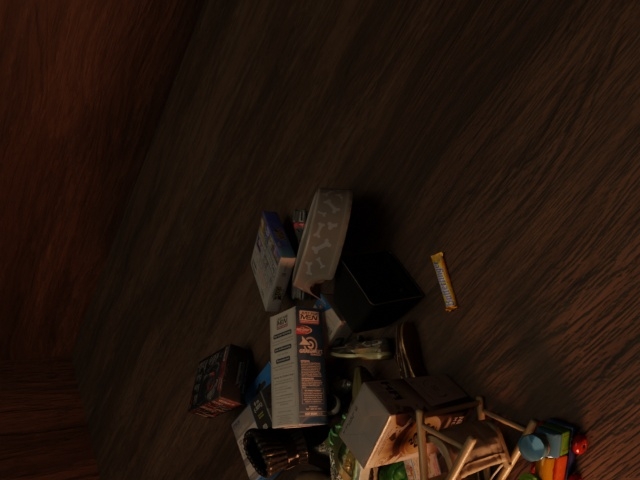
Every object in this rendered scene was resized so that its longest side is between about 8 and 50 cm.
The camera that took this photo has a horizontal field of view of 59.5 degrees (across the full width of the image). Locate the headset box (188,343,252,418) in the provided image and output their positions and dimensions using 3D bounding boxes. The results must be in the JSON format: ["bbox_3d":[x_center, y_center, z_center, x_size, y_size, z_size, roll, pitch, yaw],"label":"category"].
[{"bbox_3d":[-0.381,0.546,2.173,0.293,0.110,0.218,-35,38,42],"label":"headset box"}]

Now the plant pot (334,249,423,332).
[{"bbox_3d":[0.143,0.155,1.595,0.187,0.188,0.167,56,138,35],"label":"plant pot"}]

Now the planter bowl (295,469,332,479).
[{"bbox_3d":[0.004,0.788,1.734,0.109,0.162,0.162,-21,69,19],"label":"planter bowl"}]

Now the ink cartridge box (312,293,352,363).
[{"bbox_3d":[0.012,0.300,1.803,0.134,0.078,0.231,52,125,40],"label":"ink cartridge box"}]

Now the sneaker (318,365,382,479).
[{"bbox_3d":[0.073,0.563,1.588,0.182,0.158,0.410,-2,75,23],"label":"sneaker"}]

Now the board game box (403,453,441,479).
[{"bbox_3d":[0.272,0.613,1.452,0.026,0.103,0.154,-33,62,44],"label":"board game box"}]

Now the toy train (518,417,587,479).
[{"bbox_3d":[0.474,0.514,1.189,0.105,0.143,0.247,9,93,50],"label":"toy train"}]

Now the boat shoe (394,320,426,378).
[{"bbox_3d":[0.236,0.329,1.540,0.073,0.073,0.206,-25,68,44],"label":"boat shoe"}]

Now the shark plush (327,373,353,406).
[{"bbox_3d":[0.052,0.502,1.764,0.067,0.073,0.161,24,103,17],"label":"shark plush"}]

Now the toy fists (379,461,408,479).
[{"bbox_3d":[0.238,0.731,1.490,0.142,0.096,0.279,-23,68,46],"label":"toy fists"}]

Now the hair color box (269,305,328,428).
[{"bbox_3d":[-0.070,0.392,1.721,0.174,0.105,0.347,-30,58,51],"label":"hair color box"}]

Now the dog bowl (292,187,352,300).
[{"bbox_3d":[0.000,0.000,1.681,0.349,0.102,0.348,-166,90,-85],"label":"dog bowl"}]

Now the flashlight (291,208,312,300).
[{"bbox_3d":[-0.051,0.048,1.883,0.103,0.103,0.304,2,88,47],"label":"flashlight"}]

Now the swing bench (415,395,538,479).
[{"bbox_3d":[0.335,0.515,1.270,0.165,0.253,0.254,15,98,50],"label":"swing bench"}]

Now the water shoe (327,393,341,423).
[{"bbox_3d":[0.017,0.528,1.741,0.203,0.080,0.073,-26,26,54],"label":"water shoe"}]

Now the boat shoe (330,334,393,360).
[{"bbox_3d":[0.122,0.320,1.678,0.224,0.080,0.073,-8,75,44],"label":"boat shoe"}]

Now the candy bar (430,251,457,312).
[{"bbox_3d":[0.330,0.110,1.490,0.040,0.018,0.161,-31,63,44],"label":"candy bar"}]

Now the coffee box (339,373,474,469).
[{"bbox_3d":[0.217,0.438,1.381,0.119,0.297,0.168,44,120,46],"label":"coffee box"}]

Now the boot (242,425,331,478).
[{"bbox_3d":[-0.051,0.654,1.709,0.348,0.260,0.131,4,90,50],"label":"boot"}]

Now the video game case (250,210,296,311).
[{"bbox_3d":[-0.172,0.070,1.978,0.269,0.061,0.244,-116,34,-48],"label":"video game case"}]

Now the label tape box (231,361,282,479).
[{"bbox_3d":[-0.210,0.652,2.015,0.249,0.115,0.347,-53,52,33],"label":"label tape box"}]
